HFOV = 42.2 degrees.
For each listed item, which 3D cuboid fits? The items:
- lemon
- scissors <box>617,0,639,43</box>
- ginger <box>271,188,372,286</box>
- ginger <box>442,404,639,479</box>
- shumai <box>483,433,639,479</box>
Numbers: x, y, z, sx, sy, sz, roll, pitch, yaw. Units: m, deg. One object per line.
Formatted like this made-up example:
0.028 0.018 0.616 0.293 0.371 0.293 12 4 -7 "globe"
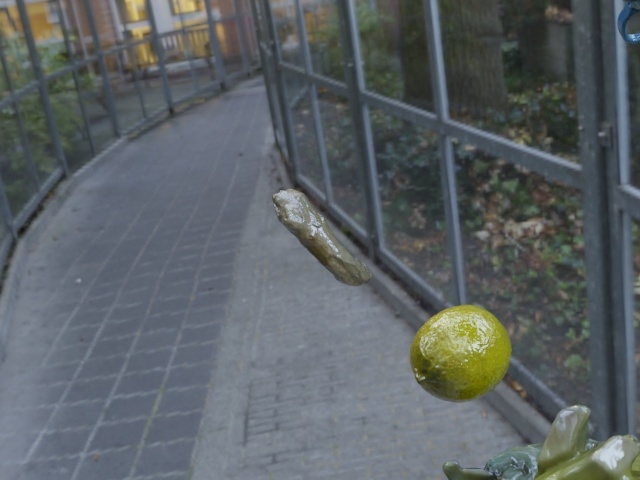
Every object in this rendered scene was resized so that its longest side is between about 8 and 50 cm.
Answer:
0.258 0.209 1.540 0.193 0.180 0.180 -7 17 -12 "lemon"
0.436 -0.355 1.143 0.125 0.030 0.256 -32 -33 30 "scissors"
0.001 0.002 1.069 0.051 0.173 0.069 -38 13 6 "ginger"
0.296 0.302 0.992 0.414 0.211 0.358 3 -18 -9 "ginger"
0.408 0.460 1.461 0.264 0.304 0.309 18 46 5 "shumai"
